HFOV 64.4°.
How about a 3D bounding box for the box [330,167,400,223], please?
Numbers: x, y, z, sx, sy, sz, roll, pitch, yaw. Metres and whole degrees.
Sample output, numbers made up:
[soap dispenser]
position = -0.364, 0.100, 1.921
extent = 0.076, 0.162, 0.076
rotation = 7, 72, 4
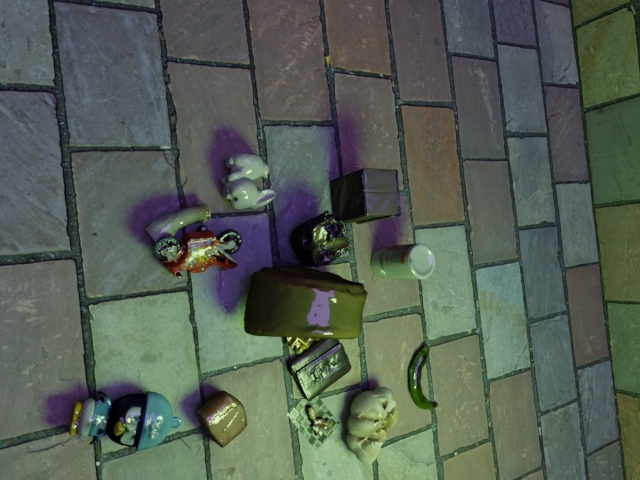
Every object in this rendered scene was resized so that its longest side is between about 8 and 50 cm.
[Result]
[box]
position = 0.165, -0.164, 1.944
extent = 0.153, 0.252, 0.188
rotation = -3, 89, -29

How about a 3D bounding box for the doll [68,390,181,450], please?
[doll]
position = -0.578, 0.542, 1.530
extent = 0.314, 0.141, 0.177
rotation = 10, 94, -24

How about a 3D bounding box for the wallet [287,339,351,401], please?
[wallet]
position = 0.001, 0.475, 1.922
extent = 0.229, 0.049, 0.181
rotation = -31, 103, -27

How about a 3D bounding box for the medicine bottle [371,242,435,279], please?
[medicine bottle]
position = 0.322, 0.087, 2.019
extent = 0.145, 0.252, 0.144
rotation = 5, 81, -31

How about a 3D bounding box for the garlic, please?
[garlic]
position = 0.191, 0.683, 1.934
extent = 0.185, 0.203, 0.281
rotation = 39, 71, -2

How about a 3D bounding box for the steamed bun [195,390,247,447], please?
[steamed bun]
position = -0.327, 0.588, 1.696
extent = 0.145, 0.106, 0.175
rotation = -39, 119, -32

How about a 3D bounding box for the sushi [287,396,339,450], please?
[sushi]
position = -0.018, 0.673, 1.906
extent = 0.139, 0.031, 0.201
rotation = -43, 107, -25

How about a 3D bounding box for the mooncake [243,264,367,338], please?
[mooncake]
position = -0.042, 0.219, 1.749
extent = 0.394, 0.394, 0.245
rotation = 19, 77, -70

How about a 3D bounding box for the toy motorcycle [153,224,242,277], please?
[toy motorcycle]
position = -0.403, 0.042, 1.675
extent = 0.298, 0.089, 0.170
rotation = -6, 118, -33

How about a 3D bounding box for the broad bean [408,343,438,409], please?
[broad bean]
position = 0.431, 0.596, 2.166
extent = 0.144, 0.049, 0.291
rotation = -14, 95, -36

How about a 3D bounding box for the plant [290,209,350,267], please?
[plant]
position = 0.000, 0.000, 1.857
extent = 0.204, 0.234, 0.178
rotation = -28, 95, -23

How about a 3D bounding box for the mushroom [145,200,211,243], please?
[mushroom]
position = -0.461, -0.063, 1.667
extent = 0.223, 0.092, 0.081
rotation = -34, 60, -30

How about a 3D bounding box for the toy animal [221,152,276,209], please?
[toy animal]
position = -0.252, -0.206, 1.780
extent = 0.179, 0.128, 0.192
rotation = -6, 87, -32

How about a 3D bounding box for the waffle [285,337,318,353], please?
[waffle]
position = -0.089, 0.257, 1.880
extent = 0.282, 0.058, 0.300
rotation = -32, 102, -27
